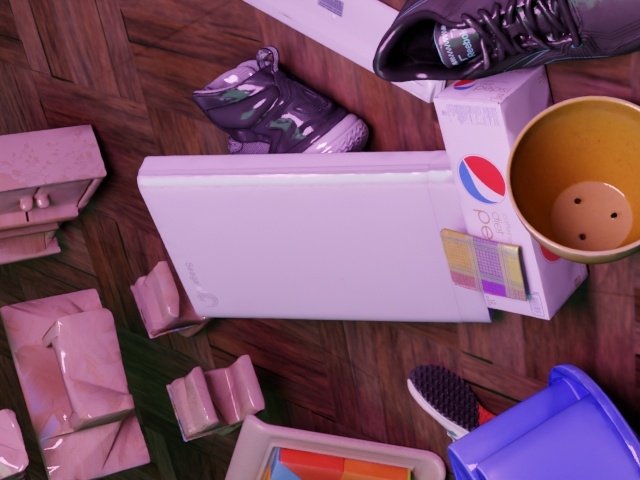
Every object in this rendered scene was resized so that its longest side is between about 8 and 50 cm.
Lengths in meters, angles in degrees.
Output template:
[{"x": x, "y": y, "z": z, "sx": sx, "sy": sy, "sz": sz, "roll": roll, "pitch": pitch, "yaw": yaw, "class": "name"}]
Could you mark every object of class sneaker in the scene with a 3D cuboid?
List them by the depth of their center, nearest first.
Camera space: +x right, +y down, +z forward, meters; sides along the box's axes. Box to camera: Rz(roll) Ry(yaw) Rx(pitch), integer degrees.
[{"x": 0.154, "y": -0.162, "z": 0.988, "sx": 0.267, "sy": 0.106, "sz": 0.101, "roll": -5, "pitch": 117, "yaw": 46, "class": "sneaker"}, {"x": -0.070, "y": -0.089, "z": 1.302, "sx": 0.153, "sy": 0.101, "sz": 0.268, "roll": 49, "pitch": 139, "yaw": 1, "class": "sneaker"}, {"x": 0.150, "y": 0.202, "z": 1.368, "sx": 0.161, "sy": 0.057, "sz": 0.075, "roll": 36, "pitch": 137, "yaw": 13, "class": "sneaker"}]

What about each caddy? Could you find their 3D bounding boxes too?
[{"x": 0.260, "y": 0.284, "z": 1.190, "sx": 0.241, "sy": 0.179, "sz": 0.341, "roll": -172, "pitch": 59, "yaw": -83, "class": "caddy"}]

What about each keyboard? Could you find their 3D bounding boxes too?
[{"x": 0.010, "y": -0.208, "z": 1.180, "sx": 0.256, "sy": 0.014, "sz": 0.072, "roll": 32, "pitch": 136, "yaw": 22, "class": "keyboard"}]

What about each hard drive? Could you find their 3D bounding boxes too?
[{"x": 0.000, "y": 0.000, "z": 1.234, "sx": 0.307, "sy": 0.040, "sz": 0.203, "roll": 0, "pitch": 136, "yaw": 19, "class": "hard drive"}]

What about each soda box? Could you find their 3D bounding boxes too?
[{"x": 0.167, "y": -0.042, "z": 1.112, "sx": 0.069, "sy": 0.074, "sz": 0.216, "roll": 11, "pitch": 130, "yaw": 41, "class": "soda box"}]

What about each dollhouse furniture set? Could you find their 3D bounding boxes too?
[{"x": -0.326, "y": 0.102, "z": 1.545, "sx": 0.256, "sy": 0.362, "sz": 0.394, "roll": -43, "pitch": 63, "yaw": 55, "class": "dollhouse furniture set"}]

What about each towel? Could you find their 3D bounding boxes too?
[{"x": 0.141, "y": 0.020, "z": 1.123, "sx": 0.083, "sy": 0.009, "sz": 0.060, "roll": 14, "pitch": 131, "yaw": 40, "class": "towel"}]

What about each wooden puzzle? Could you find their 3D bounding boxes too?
[{"x": 0.008, "y": 0.297, "z": 1.538, "sx": 0.238, "sy": 0.044, "sz": 0.221, "roll": 14, "pitch": 141, "yaw": -4, "class": "wooden puzzle"}]

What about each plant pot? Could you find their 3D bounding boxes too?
[{"x": 0.218, "y": -0.034, "z": 1.037, "sx": 0.134, "sy": 0.134, "sz": 0.095, "roll": 33, "pitch": 168, "yaw": 21, "class": "plant pot"}]
